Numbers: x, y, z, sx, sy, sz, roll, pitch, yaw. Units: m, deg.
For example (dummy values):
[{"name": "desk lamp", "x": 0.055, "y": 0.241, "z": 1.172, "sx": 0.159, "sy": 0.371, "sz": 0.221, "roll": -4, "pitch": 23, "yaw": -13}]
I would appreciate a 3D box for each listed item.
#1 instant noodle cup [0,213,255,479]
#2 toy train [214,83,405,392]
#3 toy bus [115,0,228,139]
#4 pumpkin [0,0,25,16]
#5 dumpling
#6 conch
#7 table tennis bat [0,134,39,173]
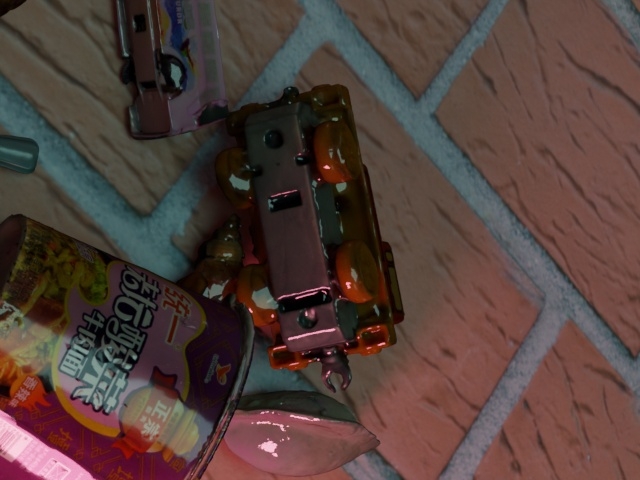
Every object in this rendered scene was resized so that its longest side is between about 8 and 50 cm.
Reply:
[{"name": "instant noodle cup", "x": -0.270, "y": 0.141, "z": 1.618, "sx": 0.266, "sy": 0.340, "sz": 0.340, "roll": 33, "pitch": 70, "yaw": -20}, {"name": "toy train", "x": 0.000, "y": 0.000, "z": 1.867, "sx": 0.231, "sy": 0.163, "sz": 0.369, "roll": 8, "pitch": 70, "yaw": -71}, {"name": "toy bus", "x": -0.179, "y": -0.259, "z": 1.807, "sx": 0.112, "sy": 0.090, "sz": 0.274, "roll": -11, "pitch": 98, "yaw": -45}, {"name": "pumpkin", "x": -0.388, "y": -0.332, "z": 1.615, "sx": 0.223, "sy": 0.157, "sz": 0.224, "roll": -1, "pitch": 94, "yaw": -17}, {"name": "dumpling", "x": -0.021, "y": 0.224, "z": 1.892, "sx": 0.216, "sy": 0.149, "sz": 0.105, "roll": 17, "pitch": 40, "yaw": -27}, {"name": "conch", "x": -0.140, "y": 0.079, "z": 1.838, "sx": 0.086, "sy": 0.080, "sz": 0.233, "roll": 35, "pitch": 68, "yaw": -14}, {"name": "table tennis bat", "x": -0.416, "y": -0.115, "z": 1.667, "sx": 0.237, "sy": 0.038, "sz": 0.149, "roll": 12, "pitch": 83, "yaw": -31}]
